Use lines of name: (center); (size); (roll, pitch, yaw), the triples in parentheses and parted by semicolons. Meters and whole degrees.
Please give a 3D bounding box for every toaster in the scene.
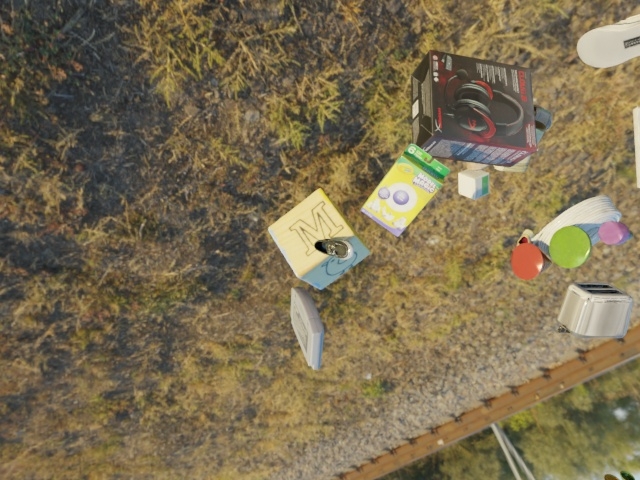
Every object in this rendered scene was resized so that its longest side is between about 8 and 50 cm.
toaster: (0.848, 0.215, 1.401); (0.227, 0.129, 0.146); (2, 109, -8)

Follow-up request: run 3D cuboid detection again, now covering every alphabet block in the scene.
alphabet block: (0.000, 0.000, 1.319); (0.197, 0.193, 0.192); (-38, 155, 7)

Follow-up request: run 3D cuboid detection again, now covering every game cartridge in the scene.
game cartridge: (-0.053, 0.312, 1.698); (0.062, 0.297, 0.198); (-2, 119, -19)

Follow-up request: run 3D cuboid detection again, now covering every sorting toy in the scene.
sorting toy: (0.776, 0.031, 1.385); (0.126, 0.127, 0.365); (5, 158, -29)

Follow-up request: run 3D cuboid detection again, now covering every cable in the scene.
cable: (0.853, -0.037, 1.486); (0.257, 0.089, 0.257); (-9, 144, -24)

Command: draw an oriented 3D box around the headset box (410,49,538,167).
headset box: (0.370, -0.302, 1.060); (0.294, 0.218, 0.110); (6, 166, -12)

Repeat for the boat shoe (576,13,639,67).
boat shoe: (0.696, -0.447, 0.994); (0.084, 0.258, 0.095); (-27, 112, -9)

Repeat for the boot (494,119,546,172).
boot: (0.546, -0.301, 1.370); (0.077, 0.213, 0.165); (-53, 157, -45)

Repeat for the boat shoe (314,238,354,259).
boat shoe: (0.032, 0.022, 1.133); (0.040, 0.049, 0.142); (-5, -172, -30)

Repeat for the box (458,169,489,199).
box: (0.659, -0.246, 1.936); (0.087, 0.102, 0.101); (-22, 121, -19)

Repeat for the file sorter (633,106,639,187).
file sorter: (1.081, -0.293, 1.327); (0.193, 0.277, 0.173); (11, 163, -5)

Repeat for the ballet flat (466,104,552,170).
ballet flat: (0.615, -0.354, 1.529); (0.106, 0.107, 0.316); (25, 134, -37)

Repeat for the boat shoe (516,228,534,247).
boat shoe: (0.766, 0.015, 1.706); (0.045, 0.050, 0.135); (-39, 143, -28)

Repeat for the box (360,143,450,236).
box: (0.177, -0.104, 0.942); (0.179, 0.105, 0.043); (-55, 180, 32)

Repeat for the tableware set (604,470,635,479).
tableware set: (0.793, 0.661, 1.191); (0.154, 0.104, 0.024); (-1, 116, -17)
